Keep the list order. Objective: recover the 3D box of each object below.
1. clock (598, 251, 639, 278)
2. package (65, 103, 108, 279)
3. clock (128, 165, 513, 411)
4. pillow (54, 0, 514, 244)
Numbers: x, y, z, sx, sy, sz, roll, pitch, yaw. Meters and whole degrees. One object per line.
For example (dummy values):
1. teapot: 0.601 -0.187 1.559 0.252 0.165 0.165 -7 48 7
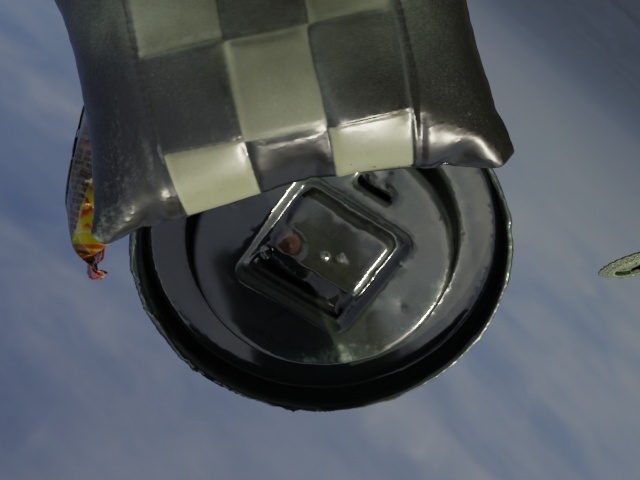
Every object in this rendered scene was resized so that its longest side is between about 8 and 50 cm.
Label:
1. clock: 0.312 0.023 1.059 0.083 0.074 0.010 1 -115 -38
2. package: -0.244 -0.101 1.288 0.108 0.288 0.223 20 180 -4
3. clock: 0.000 0.000 0.797 0.280 0.280 0.055 36 -159 -17
4. pillow: -0.029 -0.109 0.611 0.106 0.250 0.186 32 -132 -88
